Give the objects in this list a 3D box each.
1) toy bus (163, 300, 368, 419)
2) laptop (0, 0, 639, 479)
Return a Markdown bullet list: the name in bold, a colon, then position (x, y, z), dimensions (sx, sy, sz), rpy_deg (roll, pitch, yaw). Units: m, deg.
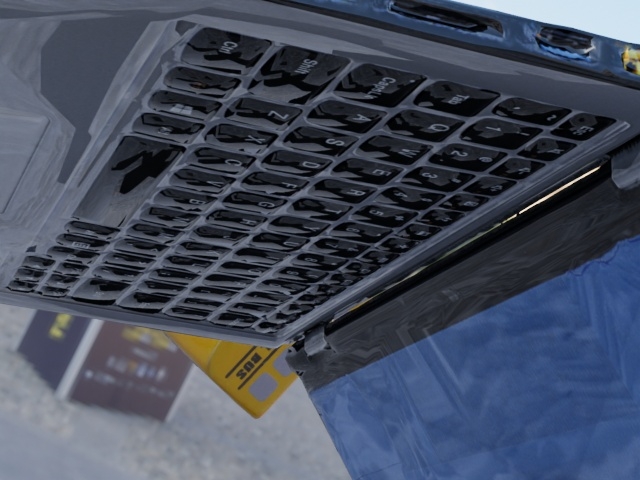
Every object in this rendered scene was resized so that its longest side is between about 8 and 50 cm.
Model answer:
- **toy bus**: position (0.000, 0.000, 1.404), dimensions (0.130, 0.332, 0.108), rpy_deg (47, -7, -36)
- **laptop**: position (-0.012, 0.095, 0.531), dimensions (0.408, 0.236, 0.382), rpy_deg (11, -18, -17)
